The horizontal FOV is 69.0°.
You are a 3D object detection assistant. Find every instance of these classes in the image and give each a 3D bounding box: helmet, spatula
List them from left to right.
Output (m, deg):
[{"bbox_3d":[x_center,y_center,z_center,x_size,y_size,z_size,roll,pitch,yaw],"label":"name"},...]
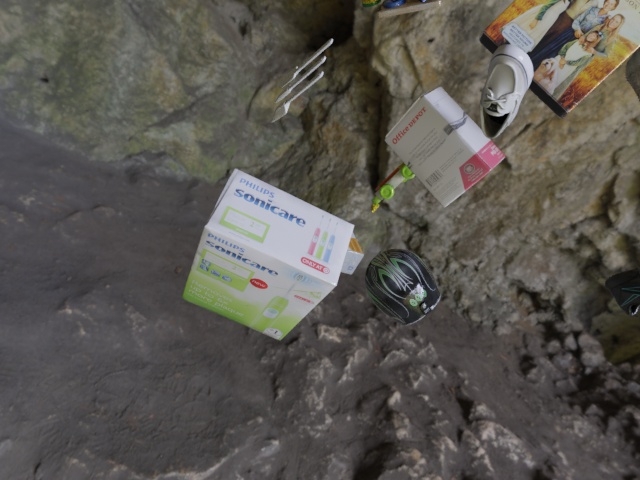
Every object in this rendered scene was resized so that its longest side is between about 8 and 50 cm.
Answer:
[{"bbox_3d":[-0.055,-0.428,1.256,0.019,0.168,0.242,31,-33,-30],"label":"spatula"},{"bbox_3d":[0.184,0.099,1.091,0.162,0.169,0.169,49,13,-5],"label":"helmet"}]

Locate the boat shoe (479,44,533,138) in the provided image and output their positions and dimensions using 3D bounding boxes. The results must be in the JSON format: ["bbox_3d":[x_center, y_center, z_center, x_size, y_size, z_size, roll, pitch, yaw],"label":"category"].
[{"bbox_3d":[0.411,-0.329,1.069,0.096,0.088,0.267,29,-10,18],"label":"boat shoe"}]

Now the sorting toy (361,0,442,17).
[{"bbox_3d":[0.203,-0.529,0.981,0.274,0.046,0.132,1,45,24],"label":"sorting toy"}]

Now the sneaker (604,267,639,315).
[{"bbox_3d":[0.822,0.096,1.112,0.101,0.267,0.106,0,64,-19],"label":"sneaker"}]

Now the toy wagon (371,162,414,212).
[{"bbox_3d":[0.304,-0.244,1.847,0.068,0.344,0.267,47,32,0],"label":"toy wagon"}]

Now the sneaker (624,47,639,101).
[{"bbox_3d":[0.919,-0.413,1.235,0.146,0.102,0.294,18,57,-11],"label":"sneaker"}]

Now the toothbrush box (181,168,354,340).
[{"bbox_3d":[-0.102,0.041,0.788,0.206,0.283,0.122,26,54,-10],"label":"toothbrush box"}]

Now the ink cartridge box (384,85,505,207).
[{"bbox_3d":[0.359,-0.275,1.371,0.283,0.207,0.117,50,51,5],"label":"ink cartridge box"}]

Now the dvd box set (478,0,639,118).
[{"bbox_3d":[0.667,-0.566,1.177,0.308,0.420,0.062,48,6,6],"label":"dvd box set"}]

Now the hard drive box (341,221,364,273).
[{"bbox_3d":[0.000,0.000,1.501,0.232,0.089,0.181,13,32,-28],"label":"hard drive box"}]
